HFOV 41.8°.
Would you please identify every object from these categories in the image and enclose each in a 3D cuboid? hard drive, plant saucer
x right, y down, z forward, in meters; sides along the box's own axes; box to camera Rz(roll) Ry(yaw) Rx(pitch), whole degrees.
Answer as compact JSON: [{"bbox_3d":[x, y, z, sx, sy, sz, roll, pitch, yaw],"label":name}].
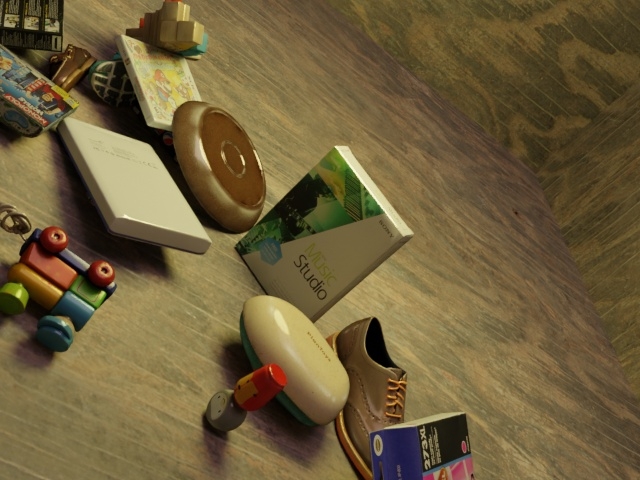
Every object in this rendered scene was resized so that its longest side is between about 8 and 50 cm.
[{"bbox_3d":[-0.352,-0.104,1.566,0.210,0.040,0.319,17,27,-45],"label":"hard drive"},{"bbox_3d":[-0.205,-0.170,1.824,0.310,0.050,0.311,45,32,-39],"label":"plant saucer"}]

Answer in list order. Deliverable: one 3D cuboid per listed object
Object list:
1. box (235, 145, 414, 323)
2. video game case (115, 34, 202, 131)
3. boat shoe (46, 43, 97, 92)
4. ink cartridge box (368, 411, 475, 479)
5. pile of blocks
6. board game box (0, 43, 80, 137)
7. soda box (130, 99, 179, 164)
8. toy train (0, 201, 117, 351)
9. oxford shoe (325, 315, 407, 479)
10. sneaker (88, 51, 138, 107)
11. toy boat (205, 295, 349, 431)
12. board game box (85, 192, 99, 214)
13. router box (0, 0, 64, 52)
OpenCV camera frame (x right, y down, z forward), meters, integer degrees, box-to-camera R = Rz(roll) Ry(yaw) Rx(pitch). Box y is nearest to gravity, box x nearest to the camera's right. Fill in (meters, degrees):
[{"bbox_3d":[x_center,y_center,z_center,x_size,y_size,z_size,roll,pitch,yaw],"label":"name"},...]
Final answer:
[{"bbox_3d":[0.000,0.000,1.689,0.232,0.322,0.058,54,24,15],"label":"box"},{"bbox_3d":[-0.329,-0.325,1.804,0.227,0.026,0.206,2,63,-64],"label":"video game case"},{"bbox_3d":[-0.518,-0.344,1.696,0.073,0.073,0.207,36,21,-16],"label":"boat shoe"},{"bbox_3d":[0.197,0.422,1.551,0.371,0.069,0.176,10,71,-60],"label":"ink cartridge box"},{"bbox_3d":[-0.328,-0.478,1.891,0.149,0.113,0.362,5,2,-31],"label":"pile of blocks"},{"bbox_3d":[-0.564,-0.255,1.501,0.194,0.060,0.194,37,29,-7],"label":"board game box"},{"bbox_3d":[-0.336,-0.248,1.843,0.169,0.053,0.060,51,25,7],"label":"soda box"},{"bbox_3d":[-0.440,0.048,1.245,0.248,0.105,0.143,39,41,-15],"label":"toy train"},{"bbox_3d":[0.108,0.313,1.614,0.130,0.132,0.364,18,43,-46],"label":"oxford shoe"},{"bbox_3d":[-0.430,-0.363,1.849,0.110,0.107,0.275,31,19,12],"label":"sneaker"},{"bbox_3d":[-0.085,0.234,1.471,0.267,0.148,0.318,54,19,4],"label":"toy boat"},{"bbox_3d":[-0.365,-0.051,1.534,0.133,0.033,0.169,13,30,-50],"label":"board game box"},{"bbox_3d":[-0.592,-0.455,1.709,0.133,0.046,0.179,3,43,-18],"label":"router box"}]
